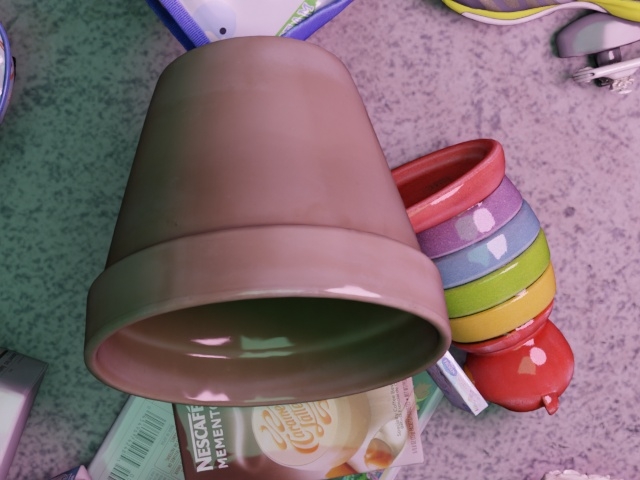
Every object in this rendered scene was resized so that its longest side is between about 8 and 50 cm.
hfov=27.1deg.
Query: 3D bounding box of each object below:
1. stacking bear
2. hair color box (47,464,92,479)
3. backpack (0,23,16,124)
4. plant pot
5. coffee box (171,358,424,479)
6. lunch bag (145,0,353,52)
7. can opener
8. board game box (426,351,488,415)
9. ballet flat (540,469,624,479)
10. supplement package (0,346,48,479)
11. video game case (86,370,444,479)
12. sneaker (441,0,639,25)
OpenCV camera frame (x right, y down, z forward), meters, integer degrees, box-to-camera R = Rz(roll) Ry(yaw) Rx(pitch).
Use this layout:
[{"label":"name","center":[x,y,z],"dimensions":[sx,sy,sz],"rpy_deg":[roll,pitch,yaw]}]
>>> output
[{"label":"stacking bear","center":[0.175,0.054,1.408],"dimensions":[0.164,0.175,0.289],"rpy_deg":[-27,106,-2]},{"label":"hair color box","center":[-0.221,0.428,1.375],"dimensions":[0.105,0.174,0.347],"rpy_deg":[-26,102,6]},{"label":"backpack","center":[-0.440,-0.169,1.315],"dimensions":[0.263,0.213,0.276],"rpy_deg":[21,90,-17]},{"label":"plant pot","center":[-0.057,-0.021,1.223],"dimensions":[0.323,0.323,0.280],"rpy_deg":[-3,67,-4]},{"label":"coffee box","center":[-0.028,0.179,1.389],"dimensions":[0.247,0.098,0.141],"rpy_deg":[-10,95,-4]},{"label":"lunch bag","center":[-0.086,-0.384,1.304],"dimensions":[0.328,0.239,0.385],"rpy_deg":[-39,89,-1]},{"label":"can opener","center":[0.401,-0.220,1.437],"dimensions":[0.280,0.074,0.093],"rpy_deg":[-11,95,-4]},{"label":"board game box","center":[0.132,0.140,1.405],"dimensions":[0.020,0.090,0.090],"rpy_deg":[-37,96,-9]},{"label":"ballet flat","center":[0.402,0.360,1.479],"dimensions":[0.409,0.147,0.147],"rpy_deg":[41,91,-10]},{"label":"supplement package","center":[-0.443,0.186,1.341],"dimensions":[0.263,0.198,0.199],"rpy_deg":[20,93,-6]},{"label":"video game case","center":[-0.059,0.208,1.457],"dimensions":[0.300,0.036,0.329],"rpy_deg":[30,91,-7]},{"label":"sneaker","center":[0.259,-0.296,1.376],"dimensions":[0.300,0.121,0.111],"rpy_deg":[-2,73,2]}]
